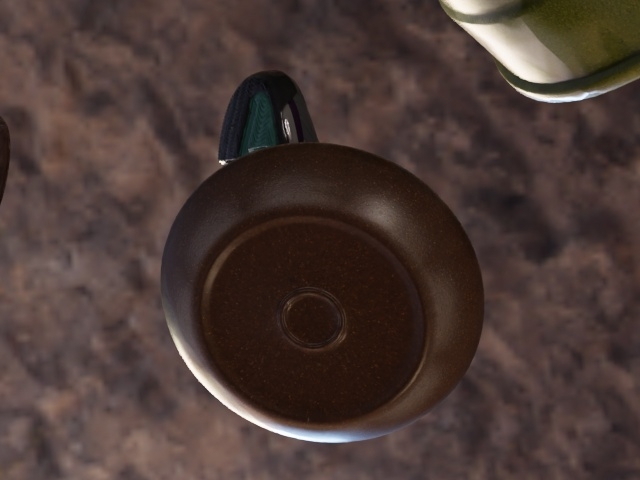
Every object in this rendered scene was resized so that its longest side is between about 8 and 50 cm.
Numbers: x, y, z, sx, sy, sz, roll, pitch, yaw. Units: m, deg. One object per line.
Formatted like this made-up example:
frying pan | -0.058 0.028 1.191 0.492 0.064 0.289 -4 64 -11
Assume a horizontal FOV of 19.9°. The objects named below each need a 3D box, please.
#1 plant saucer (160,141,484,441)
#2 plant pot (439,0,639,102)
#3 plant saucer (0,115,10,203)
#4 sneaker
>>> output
plant saucer | -0.003 0.040 1.084 0.036 0.199 0.198 -68 166 -65
plant pot | 0.108 -0.331 1.093 0.366 0.353 0.366 -44 -156 26
plant saucer | -0.384 -0.072 2.067 0.168 0.029 0.168 12 90 -87
sneaker | 0.000 0.000 1.143 0.083 0.098 0.223 9 -71 54
